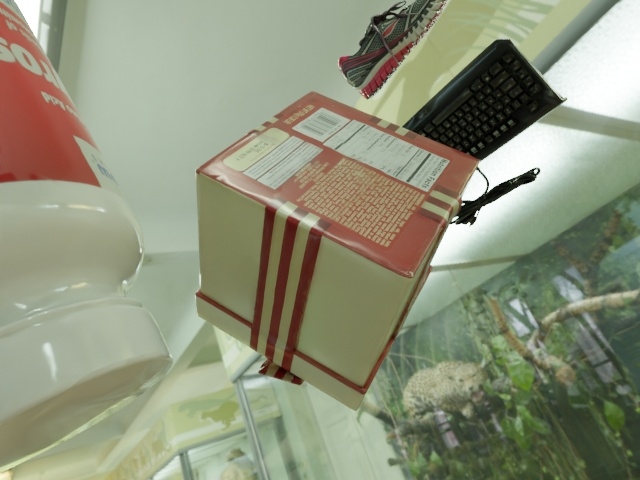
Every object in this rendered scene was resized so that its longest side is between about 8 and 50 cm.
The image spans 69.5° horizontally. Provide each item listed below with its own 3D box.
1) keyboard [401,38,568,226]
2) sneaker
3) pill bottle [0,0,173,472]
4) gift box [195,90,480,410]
[{"bbox_3d":[0.217,-0.123,0.696,0.033,0.201,0.317,-51,7,-38],"label":"keyboard"},{"bbox_3d":[0.160,-0.445,0.967,0.299,0.112,0.121,-48,5,18],"label":"sneaker"},{"bbox_3d":[-0.292,-0.035,0.370,0.229,0.407,0.229,-32,-13,-8],"label":"pill bottle"},{"bbox_3d":[0.000,0.000,0.553,0.255,0.276,0.258,-43,-26,-41],"label":"gift box"}]
